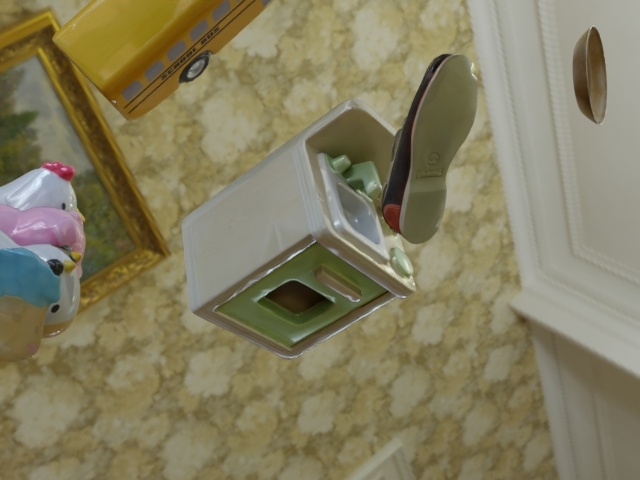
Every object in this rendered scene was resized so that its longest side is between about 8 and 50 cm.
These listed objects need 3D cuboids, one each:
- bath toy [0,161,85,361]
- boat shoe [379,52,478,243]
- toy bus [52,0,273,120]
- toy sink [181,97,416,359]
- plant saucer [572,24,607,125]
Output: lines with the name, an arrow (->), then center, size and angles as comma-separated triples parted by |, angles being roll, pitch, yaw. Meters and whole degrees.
bath toy -> -0.301, 0.004, 0.861 | 0.151, 0.129, 0.348 | 42, 6, -19
boat shoe -> 0.071, -0.066, 0.590 | 0.043, 0.049, 0.137 | 47, -47, 52
toy bus -> -0.138, -0.290, 0.979 | 0.108, 0.333, 0.130 | 46, -4, 8
toy sink -> 0.000, 0.000, 0.848 | 0.153, 0.234, 0.131 | 35, 31, -43
plant saucer -> 0.226, -0.138, 0.715 | 0.015, 0.083, 0.083 | -2, -54, 29
